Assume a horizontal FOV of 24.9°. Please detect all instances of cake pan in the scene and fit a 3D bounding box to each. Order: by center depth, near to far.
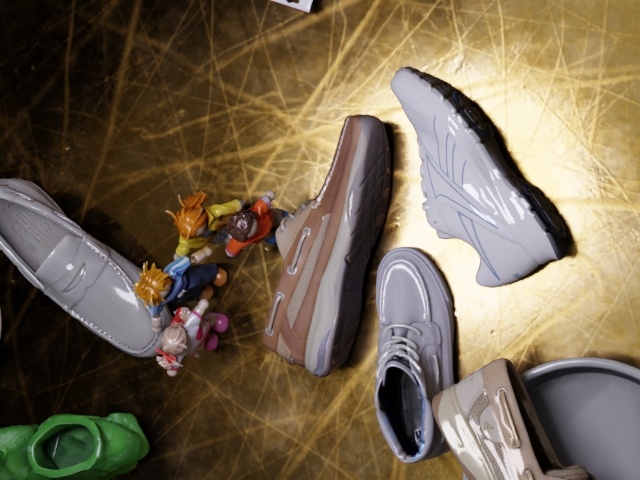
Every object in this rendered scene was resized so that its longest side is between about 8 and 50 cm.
[{"bbox_3d":[0.314,0.280,1.690,0.293,0.054,0.293,0,90,19],"label":"cake pan"}]

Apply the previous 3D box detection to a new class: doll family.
[{"bbox_3d":[-0.156,0.031,1.788,0.118,0.163,0.263,33,100,16],"label":"doll family"}]

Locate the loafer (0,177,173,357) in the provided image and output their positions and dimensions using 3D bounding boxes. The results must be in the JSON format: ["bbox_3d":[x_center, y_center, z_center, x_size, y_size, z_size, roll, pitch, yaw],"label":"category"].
[{"bbox_3d":[-0.324,0.038,1.871,0.319,0.111,0.112,38,102,15],"label":"loafer"}]

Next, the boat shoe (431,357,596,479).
[{"bbox_3d":[0.253,0.294,1.618,0.110,0.121,0.341,-35,78,16],"label":"boat shoe"}]

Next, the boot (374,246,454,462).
[{"bbox_3d":[0.108,0.134,1.721,0.095,0.123,0.258,-13,86,18],"label":"boot"}]

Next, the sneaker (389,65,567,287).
[{"bbox_3d":[0.163,-0.074,1.715,0.129,0.111,0.297,-38,78,21],"label":"sneaker"}]

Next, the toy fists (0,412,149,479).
[{"bbox_3d":[-0.359,0.275,1.872,0.279,0.142,0.096,-14,72,18],"label":"toy fists"}]

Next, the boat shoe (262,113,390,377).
[{"bbox_3d":[0.000,0.000,1.762,0.116,0.123,0.324,15,93,20],"label":"boat shoe"}]

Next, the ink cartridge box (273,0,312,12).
[{"bbox_3d":[-0.018,-0.346,1.812,0.063,0.029,0.115,21,98,17],"label":"ink cartridge box"}]
